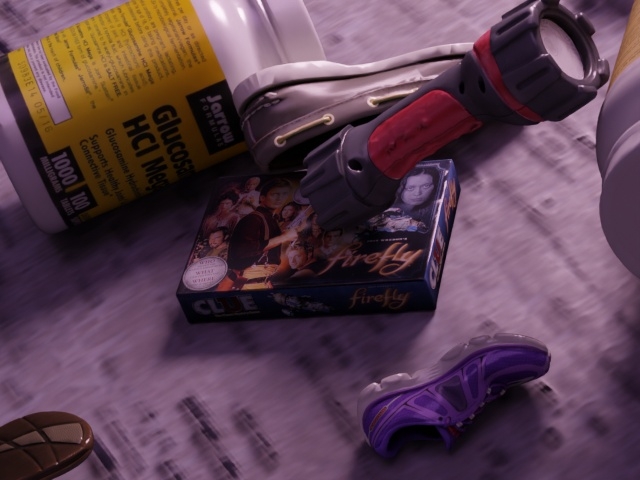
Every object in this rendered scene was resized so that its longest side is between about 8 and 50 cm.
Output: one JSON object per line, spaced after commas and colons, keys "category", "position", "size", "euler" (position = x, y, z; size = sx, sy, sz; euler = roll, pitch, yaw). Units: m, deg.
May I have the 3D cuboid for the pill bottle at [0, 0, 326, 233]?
{"category": "pill bottle", "position": [-0.166, -0.153, 1.785], "size": [0.334, 0.188, 0.188], "euler": [-24, 40, -3]}

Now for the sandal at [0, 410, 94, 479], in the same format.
{"category": "sandal", "position": [-0.284, 0.221, 1.525], "size": [0.219, 0.060, 0.090], "euler": [-34, 33, 7]}

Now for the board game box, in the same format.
{"category": "board game box", "position": [0.000, 0.000, 1.655], "size": [0.243, 0.042, 0.165], "euler": [-4, 42, 19]}

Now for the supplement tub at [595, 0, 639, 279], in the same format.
{"category": "supplement tub", "position": [0.367, -0.126, 1.484], "size": [0.241, 0.241, 0.331], "euler": [1, 45, 24]}

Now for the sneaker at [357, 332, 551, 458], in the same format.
{"category": "sneaker", "position": [0.116, 0.134, 1.454], "size": [0.170, 0.068, 0.071], "euler": [-25, 54, 8]}

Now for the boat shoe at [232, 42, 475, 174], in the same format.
{"category": "boat shoe", "position": [0.071, -0.125, 1.705], "size": [0.305, 0.109, 0.091], "euler": [-8, 67, -14]}

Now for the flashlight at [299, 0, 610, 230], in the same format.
{"category": "flashlight", "position": [0.105, -0.098, 1.520], "size": [0.304, 0.103, 0.103], "euler": [-33, -16, 38]}
